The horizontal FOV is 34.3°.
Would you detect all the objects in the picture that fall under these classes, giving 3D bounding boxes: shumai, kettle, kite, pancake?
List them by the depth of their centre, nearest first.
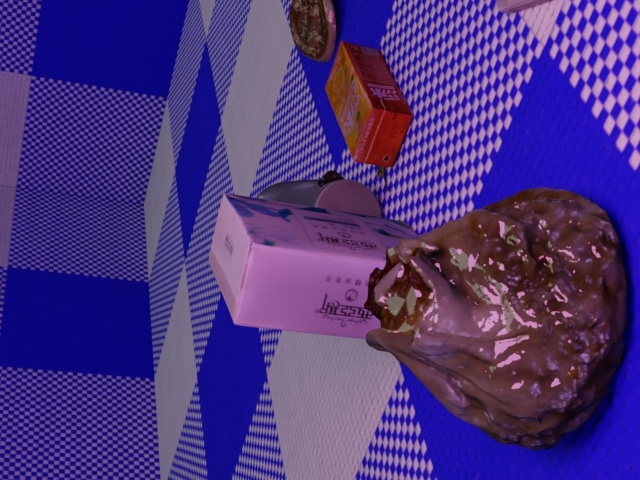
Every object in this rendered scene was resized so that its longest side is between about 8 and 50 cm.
[{"bbox_3d":[0.156,0.067,0.992,0.189,0.218,0.256,129,145,-75],"label":"shumai"},{"bbox_3d":[0.098,-0.108,1.584,0.078,0.002,0.044,-116,37,-63],"label":"kite"},{"bbox_3d":[0.000,0.000,1.649,0.243,0.160,0.211,-6,96,66],"label":"kettle"},{"bbox_3d":[-0.014,-0.408,1.942,0.158,0.028,0.158,32,128,52],"label":"pancake"}]

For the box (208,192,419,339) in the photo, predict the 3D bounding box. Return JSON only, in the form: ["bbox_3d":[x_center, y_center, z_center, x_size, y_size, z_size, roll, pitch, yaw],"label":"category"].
[{"bbox_3d":[0.008,0.036,1.357,0.203,0.274,0.116,-123,45,-65],"label":"box"}]

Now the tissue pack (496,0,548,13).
[{"bbox_3d":[0.236,-0.295,1.183,0.108,0.023,0.056,-175,92,-72],"label":"tissue pack"}]

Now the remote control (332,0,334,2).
[{"bbox_3d":[0.006,-0.483,1.959,0.256,0.045,0.097,125,145,-52],"label":"remote control"}]

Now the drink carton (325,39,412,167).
[{"bbox_3d":[0.071,-0.214,1.598,0.223,0.071,0.096,-106,30,-52],"label":"drink carton"}]
